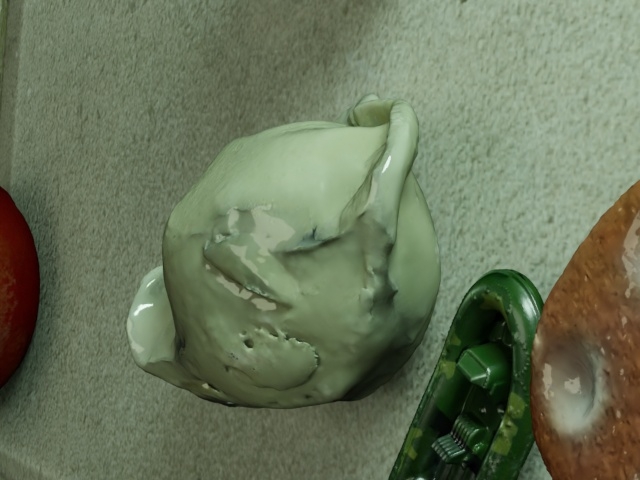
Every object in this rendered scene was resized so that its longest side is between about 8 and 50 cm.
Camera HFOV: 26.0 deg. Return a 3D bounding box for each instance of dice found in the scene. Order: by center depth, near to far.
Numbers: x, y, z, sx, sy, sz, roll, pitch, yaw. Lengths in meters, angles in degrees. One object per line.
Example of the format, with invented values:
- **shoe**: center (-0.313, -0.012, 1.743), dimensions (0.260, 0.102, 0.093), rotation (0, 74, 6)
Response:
- **dice**: center (0.209, 0.060, 0.598), dimensions (0.174, 0.175, 0.179), rotation (59, 135, 43)

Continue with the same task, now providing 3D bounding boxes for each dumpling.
- **dumpling**: center (0.000, 0.000, 0.992), dimensions (0.318, 0.187, 0.243), rotation (-34, 19, 42)

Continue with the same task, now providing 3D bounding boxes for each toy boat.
- **toy boat**: center (0.097, 0.114, 0.883), dimensions (0.104, 0.052, 0.210), rotation (51, 129, 51)

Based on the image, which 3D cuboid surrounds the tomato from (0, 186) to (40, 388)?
- **tomato**: center (-0.479, 0.070, 1.599), dimensions (0.325, 0.293, 0.290), rotation (-40, 68, 43)
